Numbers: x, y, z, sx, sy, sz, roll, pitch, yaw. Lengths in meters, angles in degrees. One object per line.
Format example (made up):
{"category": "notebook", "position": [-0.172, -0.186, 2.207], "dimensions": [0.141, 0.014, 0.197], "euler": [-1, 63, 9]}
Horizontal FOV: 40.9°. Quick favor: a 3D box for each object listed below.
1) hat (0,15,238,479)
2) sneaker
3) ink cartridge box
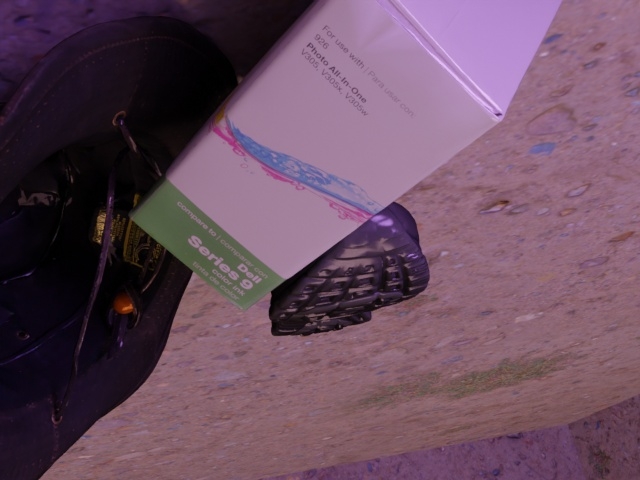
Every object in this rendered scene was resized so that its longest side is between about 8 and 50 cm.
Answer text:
{"category": "hat", "position": [-0.180, -0.003, 0.502], "dimensions": [0.134, 0.331, 0.331], "euler": [26, 163, 14]}
{"category": "sneaker", "position": [0.000, 0.000, 0.652], "dimensions": [0.109, 0.130, 0.286], "euler": [-6, 170, -13]}
{"category": "ink cartridge box", "position": [0.013, -0.077, 0.451], "dimensions": [0.093, 0.154, 0.212], "euler": [41, 136, -9]}
